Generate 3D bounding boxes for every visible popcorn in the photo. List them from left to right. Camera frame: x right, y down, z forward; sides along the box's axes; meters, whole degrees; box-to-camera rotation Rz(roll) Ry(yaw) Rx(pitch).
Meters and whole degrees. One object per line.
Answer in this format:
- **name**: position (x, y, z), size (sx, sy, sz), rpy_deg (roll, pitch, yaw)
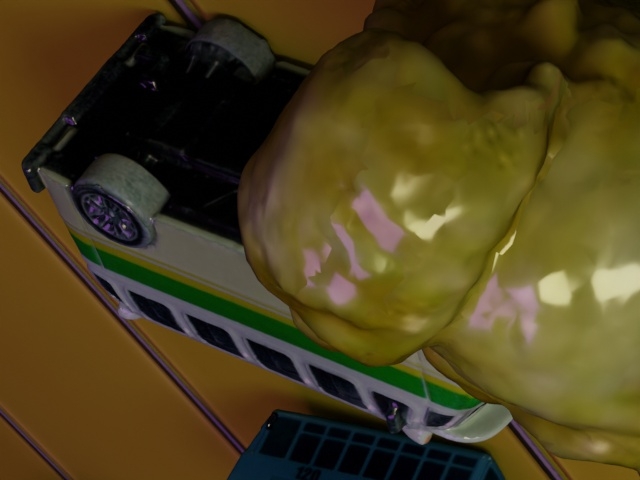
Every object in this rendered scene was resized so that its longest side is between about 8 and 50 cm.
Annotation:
- **popcorn**: position (0.100, -0.018, 0.759), size (0.286, 0.174, 0.225), rpy_deg (21, -158, -20)

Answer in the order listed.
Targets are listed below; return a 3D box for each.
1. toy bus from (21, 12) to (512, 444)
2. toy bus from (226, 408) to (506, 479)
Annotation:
- **toy bus**: position (0.000, 0.000, 0.984), size (0.276, 0.134, 0.165), rpy_deg (22, 149, 27)
- **toy bus**: position (0.031, 0.181, 1.262), size (0.184, 0.106, 0.090), rpy_deg (10, 147, 31)
